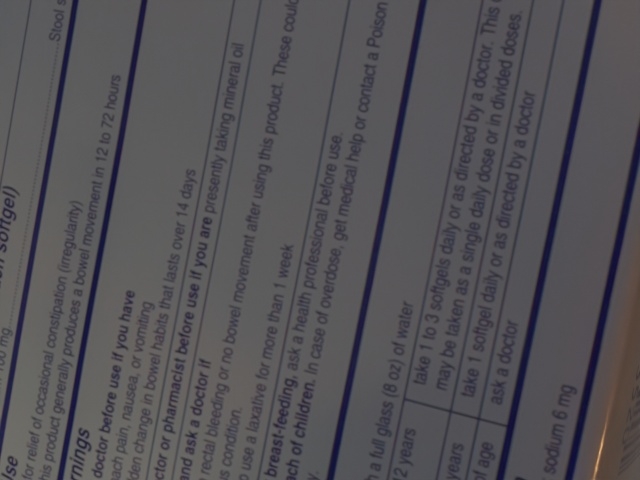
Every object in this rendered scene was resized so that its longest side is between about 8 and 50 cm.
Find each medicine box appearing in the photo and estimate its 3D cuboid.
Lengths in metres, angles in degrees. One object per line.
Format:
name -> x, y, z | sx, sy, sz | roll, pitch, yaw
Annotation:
medicine box -> 0.000, 0.000, 0.543 | 0.289, 0.263, 0.149 | 13, -175, 21
